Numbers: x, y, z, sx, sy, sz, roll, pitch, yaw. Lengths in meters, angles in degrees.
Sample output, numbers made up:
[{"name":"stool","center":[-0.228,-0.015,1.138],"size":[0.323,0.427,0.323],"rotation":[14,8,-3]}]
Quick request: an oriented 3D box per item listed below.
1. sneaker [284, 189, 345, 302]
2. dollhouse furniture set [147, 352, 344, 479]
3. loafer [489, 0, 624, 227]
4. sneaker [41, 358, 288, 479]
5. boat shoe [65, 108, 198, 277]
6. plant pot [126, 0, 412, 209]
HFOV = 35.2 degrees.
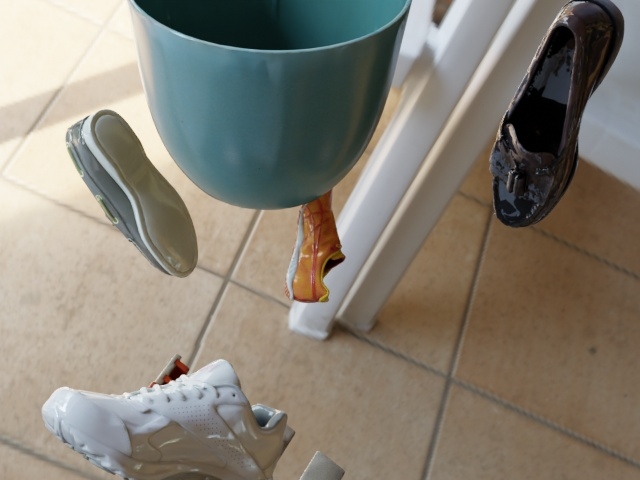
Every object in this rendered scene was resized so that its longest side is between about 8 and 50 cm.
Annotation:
[{"name":"sneaker","center":[0.000,0.000,1.236],"size":[0.067,0.064,0.175],"rotation":[8,65,2]},{"name":"dollhouse furniture set","center":[-0.121,0.273,1.233],"size":[0.259,0.262,0.135],"rotation":[39,49,-3]},{"name":"loafer","center":[0.254,-0.139,1.175],"size":[0.109,0.302,0.095],"rotation":[33,37,24]},{"name":"sneaker","center":[-0.121,0.146,0.838],"size":[0.232,0.090,0.115],"rotation":[29,79,-41]},{"name":"boat shoe","center":[-0.305,-0.068,1.636],"size":[0.109,0.091,0.305],"rotation":[-49,117,-45]},{"name":"plant pot","center":[-0.057,-0.178,1.089],"size":[0.293,0.235,0.293],"rotation":[2,41,-2]}]
